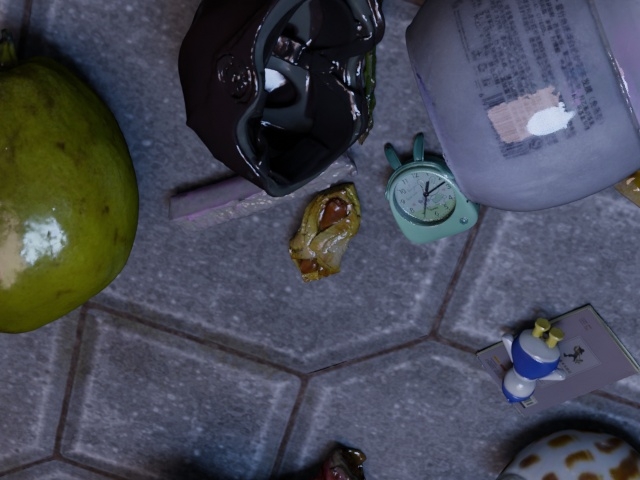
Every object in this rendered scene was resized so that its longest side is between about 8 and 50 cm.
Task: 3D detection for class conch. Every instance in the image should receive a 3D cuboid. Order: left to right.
[{"bbox_3d":[0.376,0.334,1.940,0.274,0.183,0.149,22,94,-5],"label":"conch"}]

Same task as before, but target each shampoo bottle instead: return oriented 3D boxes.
[{"bbox_3d":[0.246,-0.177,1.522,0.266,0.273,0.273,-18,120,14],"label":"shampoo bottle"}]

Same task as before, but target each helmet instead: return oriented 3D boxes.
[{"bbox_3d":[-0.060,-0.210,1.626,0.177,0.225,0.305,28,128,33],"label":"helmet"}]

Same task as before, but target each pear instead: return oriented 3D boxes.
[{"bbox_3d":[-0.366,-0.072,1.766,0.287,0.287,0.375,2,110,13],"label":"pear"}]

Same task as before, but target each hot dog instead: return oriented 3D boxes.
[{"bbox_3d":[0.001,0.001,1.846,0.078,0.061,0.169,22,128,0],"label":"hot dog"}]

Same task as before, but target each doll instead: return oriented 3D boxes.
[{"bbox_3d":[0.272,0.164,1.882,0.098,0.057,0.143,34,130,17],"label":"doll"}]

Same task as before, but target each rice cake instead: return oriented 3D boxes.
[{"bbox_3d":[-0.075,-0.067,1.821,0.269,0.055,0.049,-16,140,26],"label":"rice cake"}]

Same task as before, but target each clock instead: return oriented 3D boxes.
[{"bbox_3d":[0.130,-0.064,1.779,0.101,0.041,0.135,-17,118,25],"label":"clock"}]

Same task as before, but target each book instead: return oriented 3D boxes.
[{"bbox_3d":[0.314,0.162,1.915,0.181,0.014,0.127,-27,115,30],"label":"book"}]

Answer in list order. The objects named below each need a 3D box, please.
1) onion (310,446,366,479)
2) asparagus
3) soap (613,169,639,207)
[{"bbox_3d":[-0.072,0.478,2.083,0.420,0.398,0.398,-42,114,-12],"label":"onion"},{"bbox_3d":[0.058,-0.214,1.700,0.023,0.022,0.233,-12,127,-20],"label":"asparagus"},{"bbox_3d":[0.474,-0.054,1.678,0.232,0.073,0.140,35,128,-12],"label":"soap"}]
